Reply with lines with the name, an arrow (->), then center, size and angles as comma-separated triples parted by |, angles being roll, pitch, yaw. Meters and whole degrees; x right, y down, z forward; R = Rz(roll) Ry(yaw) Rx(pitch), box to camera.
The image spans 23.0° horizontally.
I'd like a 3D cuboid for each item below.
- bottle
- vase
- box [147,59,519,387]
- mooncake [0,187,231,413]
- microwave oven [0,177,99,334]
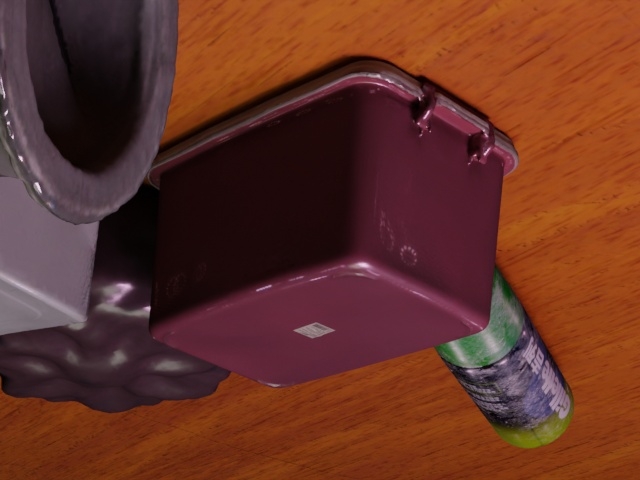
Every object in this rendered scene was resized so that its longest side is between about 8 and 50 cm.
bottle -> 0.167, 0.106, 1.519 | 0.093, 0.093, 0.330 | -5, 153, 20
vase -> -0.263, -0.133, 0.956 | 0.291, 0.245, 0.245 | 3, 155, 16
box -> 0.000, 0.000, 1.247 | 0.193, 0.167, 0.294 | 28, 146, -36
mooncake -> -0.196, 0.063, 1.447 | 0.283, 0.141, 0.283 | 2, 155, 1
microwave oven -> -0.346, -0.034, 1.217 | 0.295, 0.181, 0.237 | -11, 153, 30
